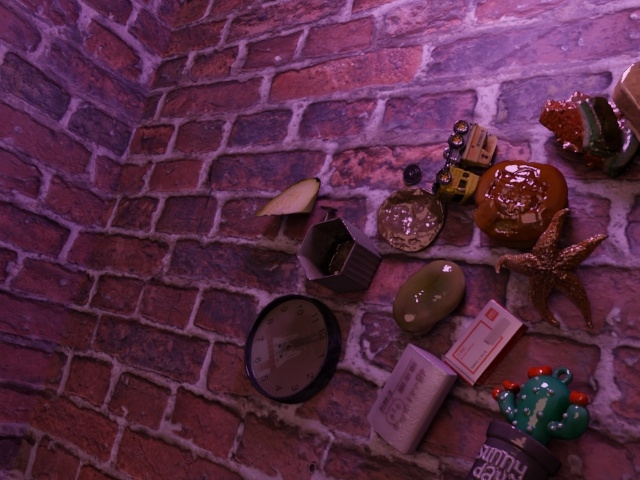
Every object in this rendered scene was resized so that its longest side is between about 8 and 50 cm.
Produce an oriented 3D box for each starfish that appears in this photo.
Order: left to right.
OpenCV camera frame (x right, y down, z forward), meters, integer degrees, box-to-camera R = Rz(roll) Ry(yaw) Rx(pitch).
[{"bbox_3d":[0.629,0.073,1.475,0.299,0.060,0.302,35,117,27],"label":"starfish"}]

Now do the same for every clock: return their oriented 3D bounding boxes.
[{"bbox_3d":[-0.108,0.374,1.946,0.386,0.076,0.386,-15,61,31],"label":"clock"},{"bbox_3d":[0.323,-0.236,1.953,0.074,0.010,0.083,-28,56,23],"label":"clock"}]

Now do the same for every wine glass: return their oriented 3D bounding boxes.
[{"bbox_3d":[0.000,0.000,2.048,0.074,0.074,0.262,6,75,38],"label":"wine glass"}]

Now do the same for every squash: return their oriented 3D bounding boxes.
[{"bbox_3d":[-0.111,-0.170,2.150,0.237,0.204,0.154,1,93,37],"label":"squash"}]

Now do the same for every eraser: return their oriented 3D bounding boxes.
[{"bbox_3d":[0.262,0.456,1.608,0.174,0.095,0.270,35,98,47],"label":"eraser"}]

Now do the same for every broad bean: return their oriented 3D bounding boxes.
[{"bbox_3d":[0.332,0.175,1.707,0.263,0.121,0.189,-43,44,-6],"label":"broad bean"}]

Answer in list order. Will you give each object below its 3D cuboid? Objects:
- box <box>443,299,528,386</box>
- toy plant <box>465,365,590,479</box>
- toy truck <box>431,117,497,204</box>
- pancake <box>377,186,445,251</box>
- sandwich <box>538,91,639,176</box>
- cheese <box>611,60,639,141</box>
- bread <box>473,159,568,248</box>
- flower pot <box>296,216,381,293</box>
[{"bbox_3d":[0.468,0.294,1.579,0.229,0.050,0.123,-52,49,5],"label":"box"},{"bbox_3d":[0.518,0.484,1.366,0.185,0.279,0.400,37,71,5],"label":"toy plant"},{"bbox_3d":[0.466,-0.249,1.781,0.157,0.124,0.272,20,77,7],"label":"toy truck"},{"bbox_3d":[0.307,-0.068,1.867,0.242,0.050,0.241,-9,71,28],"label":"pancake"},{"bbox_3d":[0.768,-0.346,1.581,0.301,0.162,0.250,27,83,38],"label":"sandwich"},{"bbox_3d":[0.958,-0.286,1.400,0.384,0.104,0.383,-2,80,14],"label":"cheese"},{"bbox_3d":[0.582,-0.108,1.614,0.270,0.148,0.269,-12,65,29],"label":"bread"},{"bbox_3d":[0.065,0.054,1.894,0.239,0.190,0.209,-15,62,32],"label":"flower pot"}]
